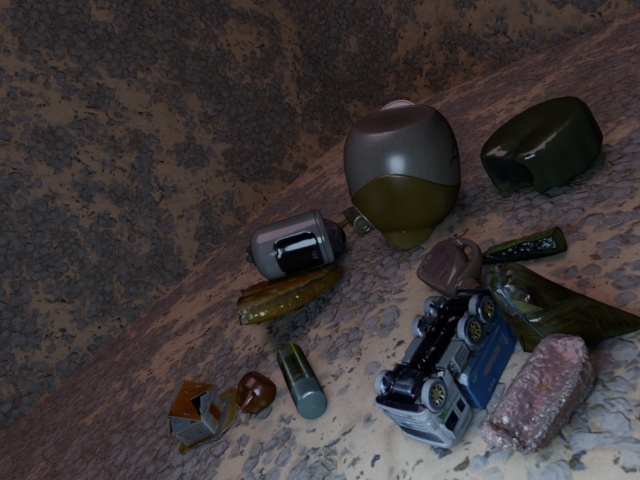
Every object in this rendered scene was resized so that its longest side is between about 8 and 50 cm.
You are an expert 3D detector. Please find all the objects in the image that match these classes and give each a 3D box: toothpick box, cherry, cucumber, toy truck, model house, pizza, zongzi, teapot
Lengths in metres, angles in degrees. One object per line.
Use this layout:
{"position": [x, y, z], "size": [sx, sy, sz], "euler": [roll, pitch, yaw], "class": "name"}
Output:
{"position": [0.286, -0.228, 1.670], "size": [0.409, 0.425, 0.409], "euler": [-13, 27, 7], "class": "toothpick box"}
{"position": [0.010, -0.003, 1.930], "size": [0.195, 0.195, 0.195], "euler": [-30, 19, 12], "class": "cherry"}
{"position": [0.525, 0.030, 1.232], "size": [0.211, 0.062, 0.078], "euler": [-26, 5, 45], "class": "cucumber"}
{"position": [-0.125, 0.018, 1.749], "size": [0.317, 0.228, 0.229], "euler": [-17, 20, 1], "class": "toothpick box"}
{"position": [0.268, 0.235, 0.953], "size": [0.367, 0.175, 0.146], "euler": [-45, 21, -32], "class": "toy truck"}
{"position": [-0.364, 0.490, 1.410], "size": [0.207, 0.135, 0.219], "euler": [-30, 19, 16], "class": "model house"}
{"position": [-0.159, 0.207, 1.739], "size": [0.440, 0.130, 0.406], "euler": [-22, 7, -34], "class": "pizza"}
{"position": [0.457, 0.116, 0.875], "size": [0.242, 0.221, 0.112], "euler": [-15, 41, 39], "class": "zongzi"}
{"position": [-0.187, 0.436, 1.324], "size": [0.116, 0.116, 0.173], "euler": [-33, -8, 1], "class": "teapot"}

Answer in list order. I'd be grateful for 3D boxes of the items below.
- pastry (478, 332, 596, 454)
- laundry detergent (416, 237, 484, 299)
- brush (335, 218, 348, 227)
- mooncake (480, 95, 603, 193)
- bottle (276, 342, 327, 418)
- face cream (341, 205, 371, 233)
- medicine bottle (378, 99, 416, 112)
{"position": [0.373, 0.274, 0.803], "size": [0.265, 0.112, 0.103], "euler": [-34, 26, -22], "class": "pastry"}
{"position": [0.376, 0.074, 1.277], "size": [0.171, 0.076, 0.237], "euler": [-54, 21, -3], "class": "laundry detergent"}
{"position": [0.138, -0.098, 2.217], "size": [0.272, 0.013, 0.103], "euler": [-32, 19, 2], "class": "brush"}
{"position": [0.705, -0.295, 1.513], "size": [0.351, 0.187, 0.351], "euler": [-38, 17, 14], "class": "mooncake"}
{"position": [-0.056, 0.373, 1.279], "size": [0.082, 0.082, 0.286], "euler": [-35, 19, -5], "class": "bottle"}
{"position": [0.169, -0.117, 2.116], "size": [0.137, 0.084, 0.341], "euler": [-31, 16, 7], "class": "face cream"}
{"position": [0.393, -0.455, 2.102], "size": [0.256, 0.325, 0.255], "euler": [-11, 69, 29], "class": "medicine bottle"}
